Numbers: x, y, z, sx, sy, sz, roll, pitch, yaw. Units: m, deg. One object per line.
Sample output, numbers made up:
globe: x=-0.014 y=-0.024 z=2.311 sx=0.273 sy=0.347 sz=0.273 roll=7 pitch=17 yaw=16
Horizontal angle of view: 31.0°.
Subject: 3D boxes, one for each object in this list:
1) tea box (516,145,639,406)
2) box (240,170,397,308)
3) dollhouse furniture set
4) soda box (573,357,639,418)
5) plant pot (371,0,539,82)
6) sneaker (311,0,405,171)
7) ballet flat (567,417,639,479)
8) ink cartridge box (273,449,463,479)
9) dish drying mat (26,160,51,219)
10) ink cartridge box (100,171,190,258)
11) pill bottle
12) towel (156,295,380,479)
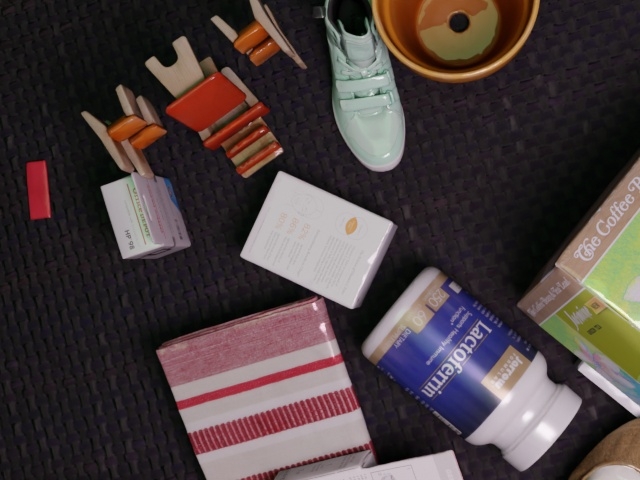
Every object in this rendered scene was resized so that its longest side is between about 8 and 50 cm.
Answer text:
tea box: x=0.474 y=0.035 z=1.388 sx=0.323 sy=0.220 sz=0.329 roll=38 pitch=76 yaw=8
box: x=0.000 y=0.000 z=1.563 sx=0.171 sy=0.091 sz=0.130 roll=26 pitch=92 yaw=8
dollhouse furniture set: x=-0.134 y=-0.170 z=1.500 sx=0.262 sy=0.259 sz=0.135 roll=-35 pitch=82 yaw=6
soda box: x=0.438 y=0.208 z=1.505 sx=0.216 sy=0.074 sz=0.069 roll=39 pitch=94 yaw=7
plant pot: x=0.176 y=-0.298 z=1.494 sx=0.205 sy=0.188 sz=0.205 roll=0 pitch=90 yaw=8
sneaker: x=0.050 y=-0.218 z=1.530 sx=0.094 sy=0.151 sz=0.255 roll=-13 pitch=88 yaw=6
ballet flat: x=0.327 y=0.366 z=1.457 sx=0.116 sy=0.124 sz=0.342 roll=45 pitch=109 yaw=9
ink cartridge box: x=0.101 y=0.419 z=1.505 sx=0.261 sy=0.066 sz=0.296 roll=-16 pitch=99 yaw=19
dish drying mat: x=-0.407 y=-0.073 z=1.665 sx=0.032 sy=0.008 sz=0.083 roll=-6 pitch=89 yaw=9
ink cartridge box: x=-0.239 y=-0.032 z=1.553 sx=0.060 sy=0.180 sz=0.104 roll=-18 pitch=86 yaw=8
pill bottle: x=0.197 y=0.169 z=1.502 sx=0.265 sy=0.153 sz=0.153 roll=39 pitch=94 yaw=6
towel: x=-0.058 y=0.256 z=1.560 sx=0.237 sy=0.037 sz=0.328 roll=-17 pitch=101 yaw=9
